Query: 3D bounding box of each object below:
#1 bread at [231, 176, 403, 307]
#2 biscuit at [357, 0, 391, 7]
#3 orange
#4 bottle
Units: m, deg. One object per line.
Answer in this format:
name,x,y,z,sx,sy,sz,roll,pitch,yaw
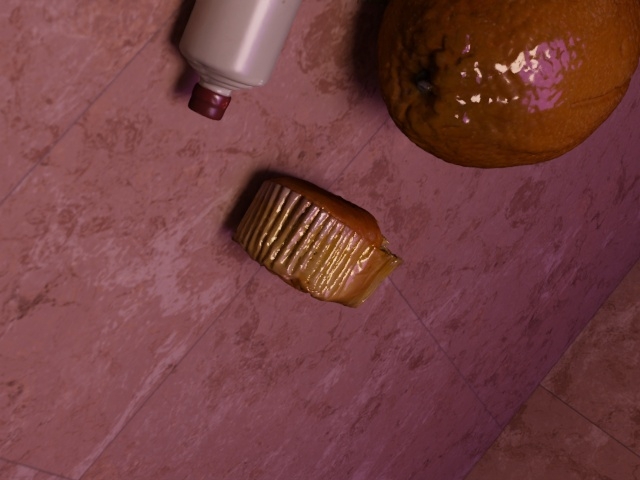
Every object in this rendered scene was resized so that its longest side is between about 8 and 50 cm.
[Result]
bread,0.000,0.000,1.156,0.133,0.179,0.250,-60,148,2
biscuit,0.061,-0.362,1.039,0.203,0.016,0.144,-2,122,-52
orange,0.234,-0.244,1.094,0.357,0.322,0.322,-33,143,-38
bottle,-0.078,-0.243,0.894,0.104,0.104,0.245,0,119,-52
